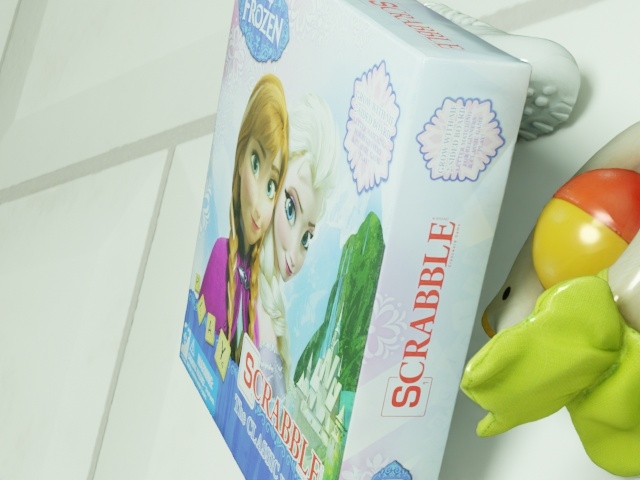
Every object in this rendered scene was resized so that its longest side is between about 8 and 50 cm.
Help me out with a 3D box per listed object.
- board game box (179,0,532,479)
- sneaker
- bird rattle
[{"bbox_3d":[0.000,0.000,0.894,0.319,0.066,0.318,-132,49,-61],"label":"board game box"},{"bbox_3d":[0.082,-0.116,0.955,0.235,0.090,0.095,0,61,54],"label":"sneaker"},{"bbox_3d":[0.158,-0.005,0.740,0.253,0.143,0.207,-64,16,-1],"label":"bird rattle"}]
